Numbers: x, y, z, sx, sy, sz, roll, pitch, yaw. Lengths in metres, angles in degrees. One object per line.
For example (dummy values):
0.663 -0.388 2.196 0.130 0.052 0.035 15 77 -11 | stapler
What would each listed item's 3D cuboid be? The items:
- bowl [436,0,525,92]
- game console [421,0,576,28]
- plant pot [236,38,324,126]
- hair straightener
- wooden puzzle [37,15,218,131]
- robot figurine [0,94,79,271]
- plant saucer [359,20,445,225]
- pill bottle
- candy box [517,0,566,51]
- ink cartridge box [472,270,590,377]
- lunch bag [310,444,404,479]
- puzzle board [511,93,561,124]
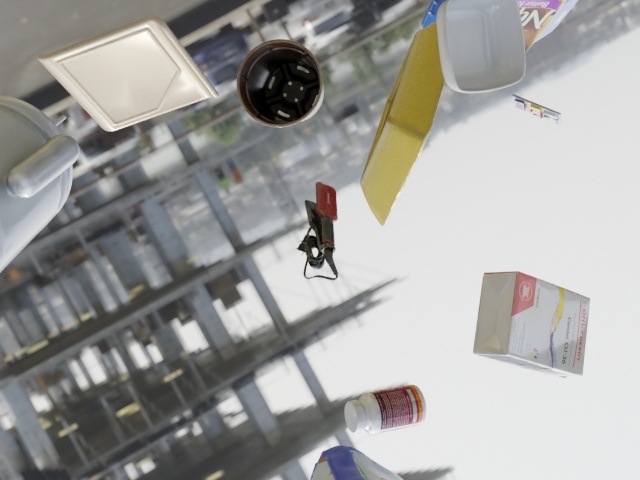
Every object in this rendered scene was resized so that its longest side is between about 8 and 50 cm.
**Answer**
0.226 -0.286 1.670 0.142 0.142 0.053 -14 -171 -29 | bowl
0.374 -0.483 2.373 0.250 0.173 0.293 -33 176 -7 | game console
-0.066 -0.297 2.250 0.167 0.167 0.165 -28 176 8 | plant pot
0.000 0.000 1.884 0.089 0.047 0.230 -55 -154 28 | hair straightener
-0.322 -0.283 1.950 0.239 0.044 0.221 -13 147 17 | wooden puzzle
-0.458 -0.066 1.522 0.300 0.199 0.353 -12 -154 24 | robot figurine
0.169 -0.248 2.283 0.332 0.081 0.332 114 -4 -58 | plant saucer
0.130 0.344 2.326 0.152 0.086 0.086 -7 175 -22 | pill bottle
0.364 -0.425 2.021 0.109 0.053 0.186 14 140 -20 | candy box
0.304 0.120 1.577 0.198 0.115 0.067 18 165 -38 | ink cartridge box
0.115 0.502 1.610 0.239 0.385 0.328 -27 -163 -5 | lunch bag
0.409 -0.245 2.174 0.011 0.096 0.128 -66 168 3 | puzzle board
